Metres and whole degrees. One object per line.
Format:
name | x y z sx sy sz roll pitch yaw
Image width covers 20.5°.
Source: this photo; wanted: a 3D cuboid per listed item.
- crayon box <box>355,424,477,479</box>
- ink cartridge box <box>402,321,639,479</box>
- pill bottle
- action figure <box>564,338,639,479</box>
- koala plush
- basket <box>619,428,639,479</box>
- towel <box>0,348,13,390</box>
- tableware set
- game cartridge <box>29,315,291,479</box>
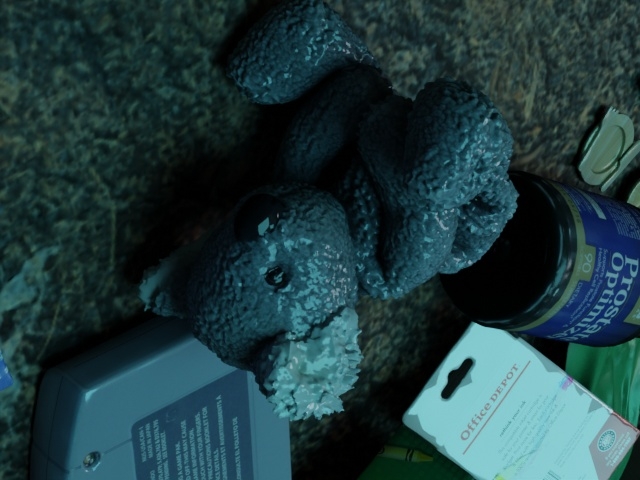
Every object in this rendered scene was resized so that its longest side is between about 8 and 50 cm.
crayon box | 0.075 0.276 1.440 0.165 0.081 0.278 -50 152 -9
ink cartridge box | 0.153 0.145 1.450 0.198 0.067 0.115 38 87 -26
pill bottle | 0.202 0.020 1.403 0.219 0.123 0.123 12 107 -48
action figure | 0.242 0.160 1.583 0.137 0.063 0.232 -19 124 -38
koala plush | 0.000 0.000 1.143 0.221 0.196 0.203 -49 150 -14
basket | 0.373 0.309 1.687 0.154 0.227 0.204 -47 139 -10
towel | -0.311 0.026 0.961 0.243 0.040 0.336 -34 136 -23
tableware set | 0.284 -0.082 1.494 0.141 0.020 0.168 -51 140 -5
game cartridge | -0.110 0.179 1.255 0.196 0.060 0.294 -29 133 -34
